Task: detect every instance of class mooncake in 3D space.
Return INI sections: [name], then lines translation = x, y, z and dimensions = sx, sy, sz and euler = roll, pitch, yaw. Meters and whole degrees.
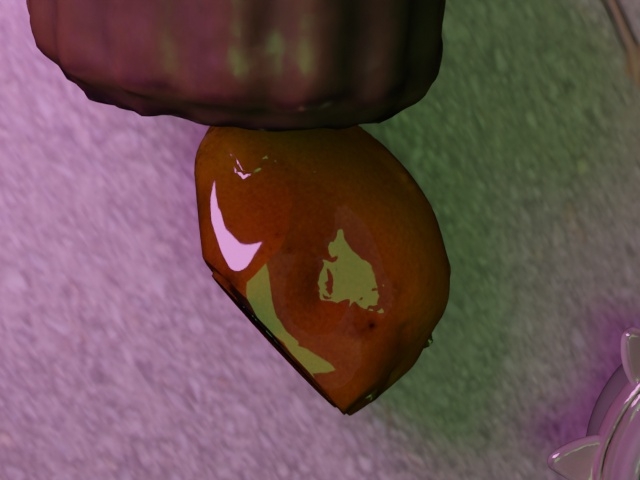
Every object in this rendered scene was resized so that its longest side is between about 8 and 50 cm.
[mooncake]
translation = -0.050, -0.177, 0.816
dimensions = 0.290, 0.290, 0.161
euler = -1, 113, -11

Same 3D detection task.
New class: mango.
[mango]
translation = 0.000, 0.000, 0.957
dimensions = 0.166, 0.136, 0.236
euler = -44, 105, -12

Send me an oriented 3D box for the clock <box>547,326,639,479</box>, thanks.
[clock]
translation = 0.352, 0.185, 1.092
dimensions = 0.324, 0.108, 0.265
euler = 26, 101, -16
